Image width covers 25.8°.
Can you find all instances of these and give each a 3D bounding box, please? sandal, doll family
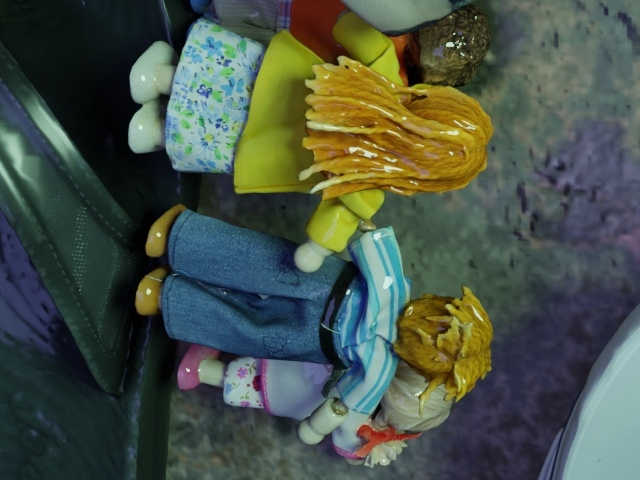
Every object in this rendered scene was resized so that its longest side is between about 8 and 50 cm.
[{"bbox_3d":[-0.147,0.008,0.690,0.167,0.107,0.446,8,111,23],"label":"sandal"},{"bbox_3d":[0.000,0.000,0.608,0.163,0.118,0.263,12,112,22],"label":"doll family"}]

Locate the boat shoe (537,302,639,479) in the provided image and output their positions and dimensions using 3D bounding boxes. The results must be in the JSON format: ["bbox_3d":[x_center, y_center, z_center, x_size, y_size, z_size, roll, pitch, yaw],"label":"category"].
[{"bbox_3d":[0.132,0.101,0.598,0.095,0.084,0.258,16,118,-7],"label":"boat shoe"}]

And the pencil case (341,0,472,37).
[{"bbox_3d":[0.143,-0.207,0.445,0.410,0.160,0.183,-18,76,30],"label":"pencil case"}]
